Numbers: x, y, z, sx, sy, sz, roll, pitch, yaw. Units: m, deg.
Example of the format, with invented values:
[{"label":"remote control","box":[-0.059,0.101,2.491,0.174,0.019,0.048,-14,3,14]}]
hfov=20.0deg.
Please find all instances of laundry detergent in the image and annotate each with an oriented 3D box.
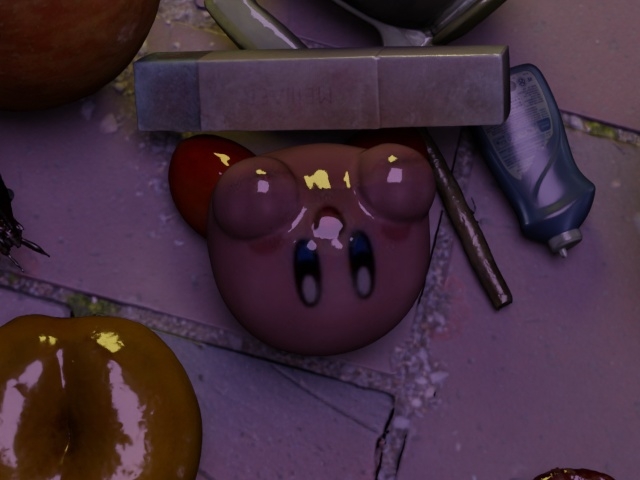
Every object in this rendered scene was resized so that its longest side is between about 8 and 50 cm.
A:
[{"label":"laundry detergent","box":[0.223,-0.078,1.893,0.097,0.061,0.206,-19,76,-13]}]

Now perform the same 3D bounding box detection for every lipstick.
[{"label":"lipstick","box":[0.002,-0.152,1.819,0.371,0.080,0.076,0,103,12]}]

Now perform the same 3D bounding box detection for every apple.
[{"label":"apple","box":[-0.313,-0.273,1.785,0.309,0.277,0.250,35,68,18]}]

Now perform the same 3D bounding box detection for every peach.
[{"label":"peach","box":[-0.235,0.188,1.719,0.251,0.153,0.251,1,67,-1]}]

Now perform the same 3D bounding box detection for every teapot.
[{"label":"teapot","box":[0.073,-0.293,1.860,0.321,0.239,0.239,-42,93,-21]}]

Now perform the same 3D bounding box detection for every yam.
[{"label":"yam","box":[0.143,-0.036,1.888,0.029,0.027,0.234,-28,77,17]}]

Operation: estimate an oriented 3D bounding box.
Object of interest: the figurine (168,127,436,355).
[{"label":"figurine","box":[-0.001,0.004,1.780,0.270,0.261,0.211,-6,101,-9]}]

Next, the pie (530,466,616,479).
[{"label":"pie","box":[0.251,0.297,1.790,0.154,0.038,0.153,2,75,-6]}]

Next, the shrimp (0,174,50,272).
[{"label":"shrimp","box":[-0.436,-0.115,1.761,0.410,0.166,0.221,56,33,-9]}]
